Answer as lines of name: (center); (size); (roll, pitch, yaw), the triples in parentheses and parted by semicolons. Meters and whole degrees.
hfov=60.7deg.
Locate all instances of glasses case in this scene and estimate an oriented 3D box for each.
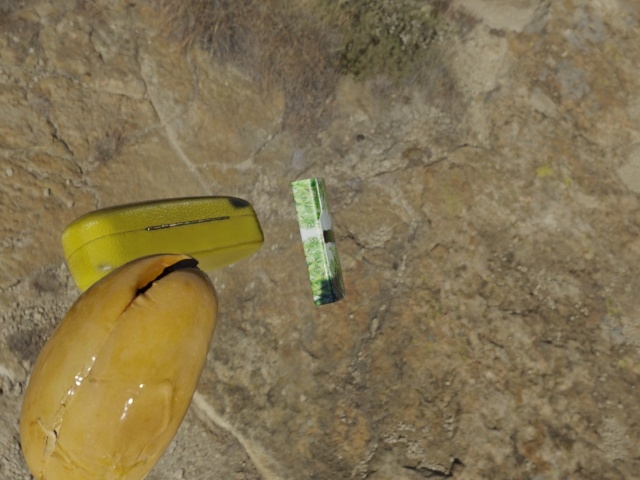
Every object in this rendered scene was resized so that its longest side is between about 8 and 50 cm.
glasses case: (0.000, 0.000, 1.206); (0.062, 0.095, 0.271); (-11, 92, 14)
glasses case: (-0.283, -0.005, 1.000); (0.371, 0.173, 0.141); (-12, 74, -49)

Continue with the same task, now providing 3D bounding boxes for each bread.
bread: (-0.142, 0.092, 0.373); (0.114, 0.077, 0.189); (26, 89, 32)
